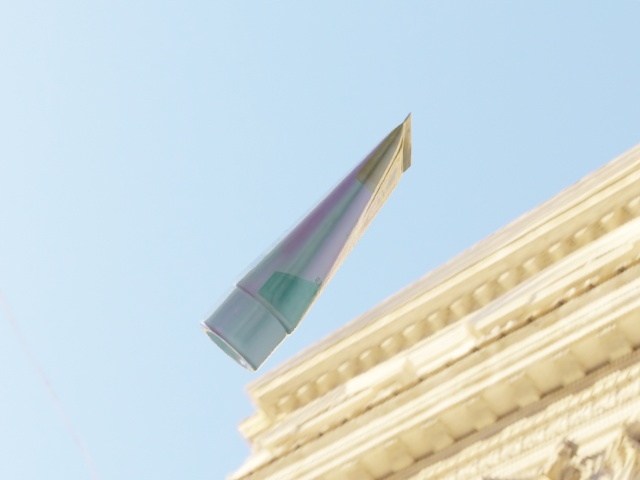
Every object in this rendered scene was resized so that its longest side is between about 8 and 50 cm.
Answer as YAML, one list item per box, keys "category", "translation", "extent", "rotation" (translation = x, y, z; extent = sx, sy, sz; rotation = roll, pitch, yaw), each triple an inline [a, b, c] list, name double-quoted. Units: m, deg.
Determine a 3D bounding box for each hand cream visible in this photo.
- category: "hand cream"
  translation: [0.000, 0.000, 0.796]
  extent: [0.047, 0.076, 0.174]
  rotation: [37, -105, 16]
